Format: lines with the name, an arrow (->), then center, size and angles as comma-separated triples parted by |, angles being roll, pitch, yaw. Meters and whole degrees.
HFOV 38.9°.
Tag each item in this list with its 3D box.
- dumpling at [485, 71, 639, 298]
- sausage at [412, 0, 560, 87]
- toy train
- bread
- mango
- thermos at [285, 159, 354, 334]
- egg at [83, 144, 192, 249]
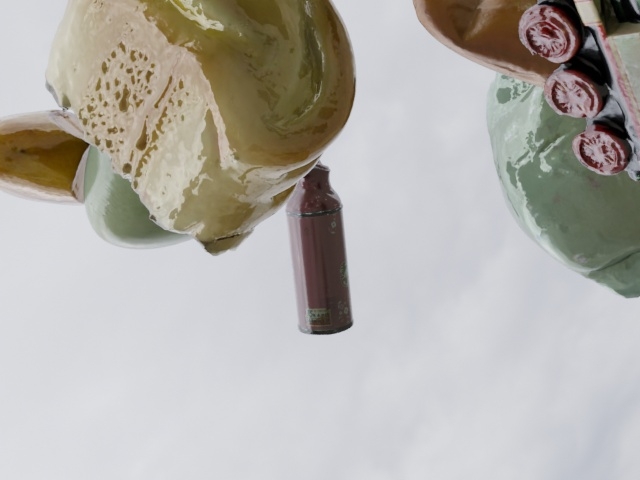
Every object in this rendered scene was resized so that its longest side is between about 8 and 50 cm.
dumpling -> 0.370, -0.108, 1.257 | 0.320, 0.212, 0.270 | 33, -84, -28
sausage -> 0.144, -0.142, 0.631 | 0.054, 0.183, 0.062 | 82, -153, -76
toy train -> 0.156, -0.086, 0.444 | 0.050, 0.087, 0.138 | -51, -57, -29
bread -> -0.106, -0.181, 0.916 | 0.211, 0.316, 0.270 | -33, -15, -50
mango -> -0.367, -0.110, 1.202 | 0.252, 0.154, 0.126 | -9, -64, -69
thermos -> 0.004, 0.002, 1.713 | 0.136, 0.109, 0.330 | -19, -71, -41
egg -> -0.183, -0.110, 1.162 | 0.295, 0.218, 0.218 | -52, -36, -21
